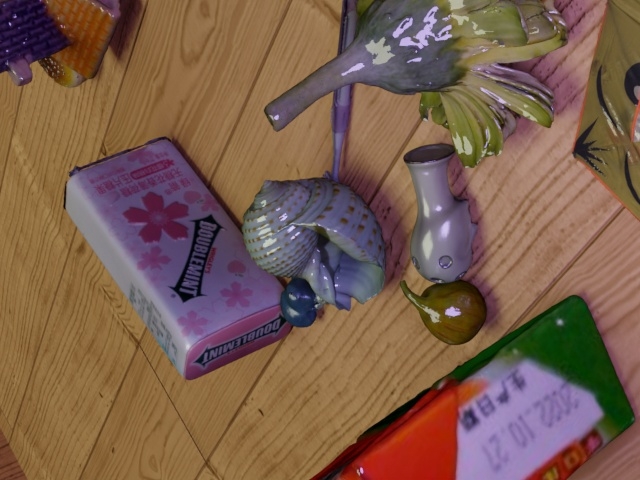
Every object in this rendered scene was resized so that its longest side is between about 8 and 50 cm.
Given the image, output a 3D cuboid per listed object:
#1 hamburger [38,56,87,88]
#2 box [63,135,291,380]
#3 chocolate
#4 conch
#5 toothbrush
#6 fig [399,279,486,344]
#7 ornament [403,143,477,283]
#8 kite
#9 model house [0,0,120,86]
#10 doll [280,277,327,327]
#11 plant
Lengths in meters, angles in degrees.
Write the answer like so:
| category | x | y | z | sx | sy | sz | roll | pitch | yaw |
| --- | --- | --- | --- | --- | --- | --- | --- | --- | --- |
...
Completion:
| category | x | y | z | sx | sy | sz | roll | pitch | yaw |
| --- | --- | --- | --- | --- | --- | --- | --- | --- | --- |
| hamburger | -0.420 | -0.314 | 2.523 | 0.126 | 0.081 | 0.141 | -17 | 96 | 62 |
| box | -0.213 | 0.015 | 2.291 | 0.370 | 0.190 | 0.112 | 51 | 148 | 26 |
| chocolate | 0.131 | 0.250 | 1.710 | 0.161 | 0.341 | 0.360 | 53 | 150 | 5 |
| conch | 0.000 | -0.010 | 1.957 | 0.172 | 0.131 | 0.200 | -20 | 138 | 33 |
| toothbrush | 0.023 | -0.168 | 1.914 | 0.029 | 0.024 | 0.354 | 55 | 152 | 38 |
| fig | 0.143 | 0.080 | 1.808 | 0.082 | 0.098 | 0.084 | -52 | 43 | 39 |
| ornament | 0.136 | -0.027 | 1.771 | 0.075 | 0.081 | 0.156 | -65 | -33 | -68 |
| kite | 0.330 | -0.091 | 1.440 | 0.327 | 0.013 | 0.377 | -2 | 111 | 61 |
| model house | -0.422 | -0.366 | 2.337 | 0.237 | 0.237 | 0.202 | 57 | 144 | 10 |
| doll | -0.029 | 0.080 | 2.166 | 0.076 | 0.050 | 0.083 | 57 | 153 | 28 |
| plant | 0.089 | -0.224 | 1.588 | 0.306 | 0.297 | 0.261 | 87 | -179 | -61 |
